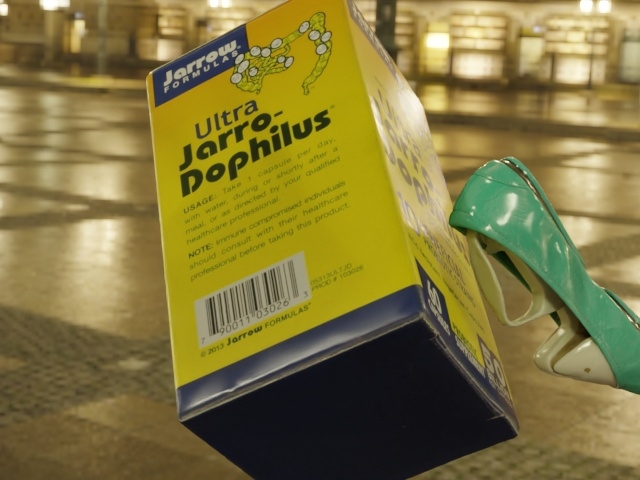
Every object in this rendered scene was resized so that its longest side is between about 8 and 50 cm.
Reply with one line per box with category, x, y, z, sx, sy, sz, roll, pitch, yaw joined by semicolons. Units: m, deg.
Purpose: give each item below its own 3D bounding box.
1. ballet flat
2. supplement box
ballet flat;0.183;0.052;0.913;0.087;0.247;0.083;-41;8;-6
supplement box;0.000;0.000;0.951;0.195;0.357;0.194;-25;-41;15
